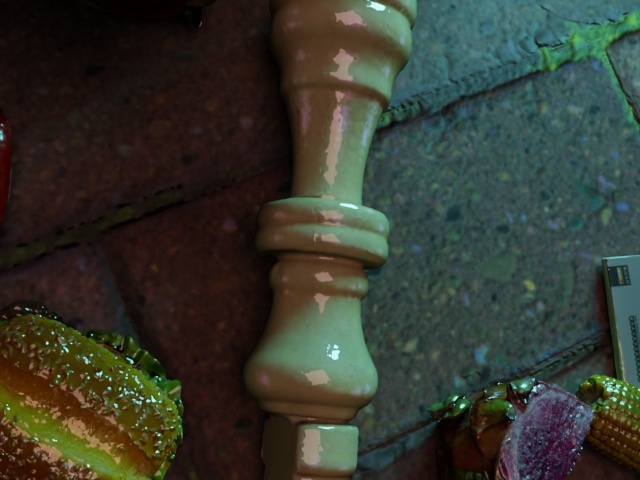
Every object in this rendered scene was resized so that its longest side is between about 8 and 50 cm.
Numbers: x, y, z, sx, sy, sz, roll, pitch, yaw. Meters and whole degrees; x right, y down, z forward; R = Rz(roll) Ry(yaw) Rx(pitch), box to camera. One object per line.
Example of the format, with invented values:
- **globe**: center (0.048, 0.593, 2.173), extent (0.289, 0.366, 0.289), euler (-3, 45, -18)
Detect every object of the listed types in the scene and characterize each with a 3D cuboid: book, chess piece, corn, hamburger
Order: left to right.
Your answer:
- **hamburger**: center (-0.174, 0.118, 0.586), extent (0.166, 0.087, 0.137), euler (38, 72, -7)
- **chess piece**: center (0.000, 0.000, 0.650), extent (0.117, 0.117, 0.397), euler (8, 80, -15)
- **corn**: center (0.299, 0.177, 0.729), extent (0.207, 0.068, 0.068), euler (27, 74, -12)
- **book**: center (0.341, 0.071, 0.788), extent (0.181, 0.014, 0.127), euler (-3, 82, -18)

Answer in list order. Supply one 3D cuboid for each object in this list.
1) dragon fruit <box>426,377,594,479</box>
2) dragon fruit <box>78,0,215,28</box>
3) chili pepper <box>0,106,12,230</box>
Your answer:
- **dragon fruit**: center (0.136, 0.157, 0.670), extent (0.096, 0.102, 0.147), euler (42, 62, -14)
- **dragon fruit**: center (-0.133, -0.224, 0.652), extent (0.138, 0.142, 0.175), euler (2, 40, 22)
- **chili pepper**: center (-0.274, 0.026, 0.588), extent (0.071, 0.063, 0.272), euler (40, 67, -33)
